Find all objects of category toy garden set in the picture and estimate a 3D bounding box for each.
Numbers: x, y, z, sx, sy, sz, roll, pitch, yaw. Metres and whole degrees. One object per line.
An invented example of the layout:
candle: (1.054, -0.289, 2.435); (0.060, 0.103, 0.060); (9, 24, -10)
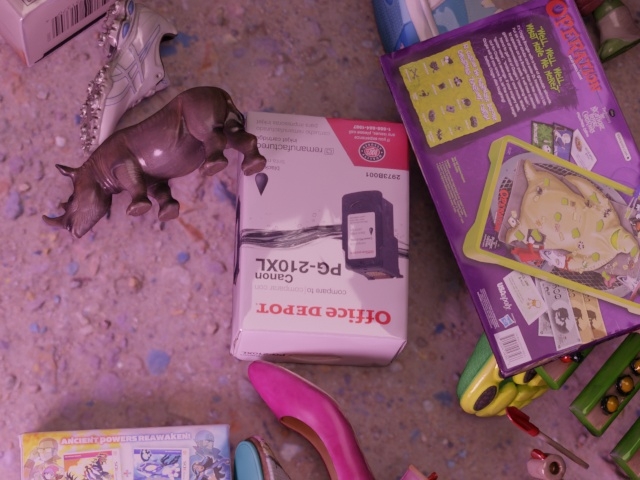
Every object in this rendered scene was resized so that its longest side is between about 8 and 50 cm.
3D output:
toy garden set: (0.295, 0.201, 1.528); (0.244, 0.049, 0.204); (48, 71, -13)

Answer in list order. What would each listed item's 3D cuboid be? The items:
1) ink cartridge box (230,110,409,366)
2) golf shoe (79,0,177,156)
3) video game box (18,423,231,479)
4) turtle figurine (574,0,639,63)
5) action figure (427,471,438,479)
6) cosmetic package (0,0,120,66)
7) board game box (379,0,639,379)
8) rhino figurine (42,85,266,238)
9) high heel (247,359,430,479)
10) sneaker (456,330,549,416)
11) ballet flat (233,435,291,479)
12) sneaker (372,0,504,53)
ink cartridge box: (0.000, 0.000, 1.566); (0.172, 0.100, 0.237); (4, 71, -7)
golf shoe: (-0.198, -0.165, 1.614); (0.086, 0.069, 0.176); (19, 78, -22)
video game box: (-0.185, 0.274, 1.476); (0.205, 0.048, 0.187); (-1, 74, -9)
turtle figurine: (0.263, -0.329, 1.670); (0.198, 0.274, 0.266); (-34, 82, 17)
action figure: (0.070, 0.271, 1.525); (0.115, 0.030, 0.038); (-26, 72, -11)
cosmetic package: (-0.343, -0.351, 1.618); (0.153, 0.129, 0.296); (-37, 81, -16)
board game box: (0.213, -0.059, 1.520); (0.208, 0.056, 0.347); (-21, 76, 4)
rhino figurine: (-0.178, -0.073, 1.543); (0.243, 0.073, 0.106); (-26, 65, 16)
high heel: (-0.002, 0.224, 1.500); (0.244, 0.082, 0.117); (39, 76, 11)
sneaker: (0.213, 0.046, 1.593); (0.123, 0.109, 0.295); (17, 78, 44)
ballet flat: (-0.039, 0.300, 1.483); (0.079, 0.077, 0.221); (3, 75, -27)
sneaker: (0.180, -0.229, 1.661); (0.208, 0.127, 0.319); (-16, 84, -11)
